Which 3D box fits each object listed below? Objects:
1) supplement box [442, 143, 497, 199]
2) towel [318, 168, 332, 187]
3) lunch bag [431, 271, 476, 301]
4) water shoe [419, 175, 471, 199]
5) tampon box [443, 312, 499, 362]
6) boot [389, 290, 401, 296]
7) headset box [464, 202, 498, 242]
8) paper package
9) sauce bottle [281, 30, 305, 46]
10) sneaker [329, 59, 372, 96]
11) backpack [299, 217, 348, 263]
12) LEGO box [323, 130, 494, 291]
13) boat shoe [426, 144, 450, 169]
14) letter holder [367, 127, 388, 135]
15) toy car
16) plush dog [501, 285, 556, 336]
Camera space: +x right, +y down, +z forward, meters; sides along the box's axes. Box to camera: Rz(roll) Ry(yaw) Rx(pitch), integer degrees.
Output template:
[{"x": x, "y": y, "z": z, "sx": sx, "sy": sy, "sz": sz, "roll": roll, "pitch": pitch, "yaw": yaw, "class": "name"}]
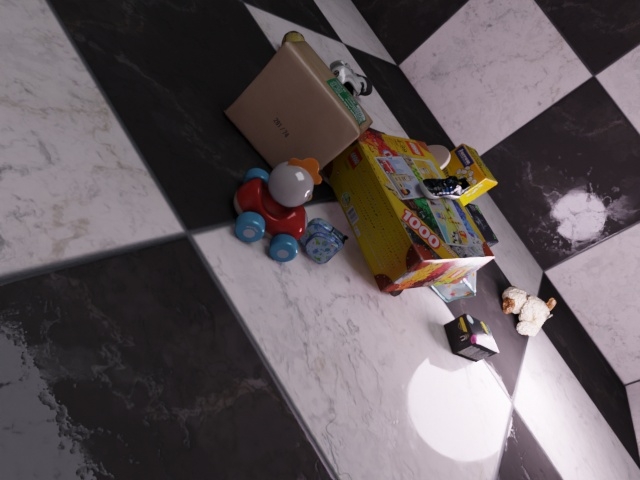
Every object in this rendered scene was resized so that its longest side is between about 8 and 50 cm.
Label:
[{"x": 0.574, "y": -0.242, "z": 2.017, "sx": 0.195, "sy": 0.356, "sz": 0.194, "roll": -2, "pitch": 60, "yaw": -54, "class": "supplement box"}, {"x": 0.034, "y": -0.278, "z": 1.642, "sx": 0.329, "sy": 0.037, "sz": 0.237, "roll": 43, "pitch": 30, "yaw": -19, "class": "towel"}, {"x": 0.484, "y": 0.076, "z": 1.732, "sx": 0.262, "sy": 0.160, "sz": 0.224, "roll": 39, "pitch": 47, "yaw": -26, "class": "lunch bag"}, {"x": 0.394, "y": -0.179, "z": 1.411, "sx": 0.203, "sy": 0.080, "sz": 0.073, "roll": -3, "pitch": 58, "yaw": -40, "class": "water shoe"}, {"x": 0.548, "y": 0.358, "z": 1.623, "sx": 0.161, "sy": 0.101, "sz": 0.121, "roll": 26, "pitch": 39, "yaw": -37, "class": "tampon box"}, {"x": 0.269, "y": 0.091, "z": 1.555, "sx": 0.115, "sy": 0.113, "sz": 0.305, "roll": 25, "pitch": 33, "yaw": 14, "class": "boot"}, {"x": 0.797, "y": -0.063, "z": 2.355, "sx": 0.283, "sy": 0.131, "sz": 0.247, "roll": 2, "pitch": 58, "yaw": -54, "class": "headset box"}, {"x": -0.065, "y": -0.369, "z": 1.329, "sx": 0.325, "sy": 0.309, "sz": 0.168, "roll": 49, "pitch": 34, "yaw": -8, "class": "paper package"}, {"x": -0.116, "y": -0.755, "z": 1.852, "sx": 0.111, "sy": 0.111, "sz": 0.345, "roll": 33, "pitch": 38, "yaw": -30, "class": "sauce bottle"}, {"x": 0.160, "y": -0.770, "z": 2.252, "sx": 0.330, "sy": 0.122, "sz": 0.147, "roll": 7, "pitch": 71, "yaw": -52, "class": "sneaker"}, {"x": 0.000, "y": 0.000, "z": 1.244, "sx": 0.114, "sy": 0.105, "sz": 0.084, "roll": 41, "pitch": 31, "yaw": -9, "class": "backpack"}, {"x": 0.280, "y": -0.100, "z": 1.465, "sx": 0.372, "sy": 0.193, "sz": 0.501, "roll": -1, "pitch": 57, "yaw": -39, "class": "LEGO box"}, {"x": 0.371, "y": -0.251, "z": 1.789, "sx": 0.158, "sy": 0.340, "sz": 0.127, "roll": 25, "pitch": 42, "yaw": -59, "class": "boat shoe"}, {"x": 0.261, "y": -0.331, "z": 1.917, "sx": 0.301, "sy": 0.215, "sz": 0.152, "roll": 16, "pitch": 15, "yaw": -45, "class": "letter holder"}, {"x": -0.076, "y": -0.111, "z": 1.123, "sx": 0.210, "sy": 0.238, "sz": 0.219, "roll": 34, "pitch": 36, "yaw": -29, "class": "toy car"}, {"x": 1.027, "y": 0.324, "z": 2.250, "sx": 0.225, "sy": 0.211, "sz": 0.262, "roll": 34, "pitch": 28, "yaw": 14, "class": "plush dog"}]
